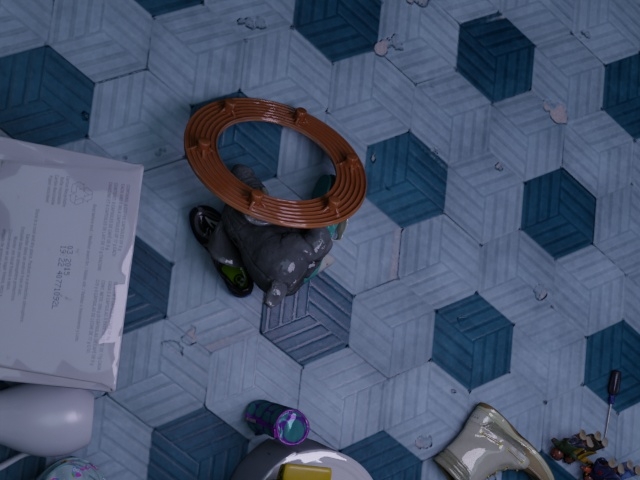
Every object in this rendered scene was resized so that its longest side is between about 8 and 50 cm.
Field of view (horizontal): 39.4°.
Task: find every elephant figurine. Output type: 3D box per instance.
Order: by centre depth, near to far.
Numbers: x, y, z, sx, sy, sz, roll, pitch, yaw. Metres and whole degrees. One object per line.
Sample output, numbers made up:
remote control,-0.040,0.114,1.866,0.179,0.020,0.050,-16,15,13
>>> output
elephant figurine,-0.113,-0.017,1.542,0.239,0.186,0.169,39,86,6

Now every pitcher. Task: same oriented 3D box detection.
pitcher,-0.483,0.311,1.468,0.207,0.125,0.177,5,114,-16

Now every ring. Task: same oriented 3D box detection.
ring,-0.072,-0.149,1.563,0.337,0.032,0.336,14,41,-12

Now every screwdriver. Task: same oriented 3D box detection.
screwdriver,0.603,0.353,1.857,0.024,0.025,0.169,12,81,-17

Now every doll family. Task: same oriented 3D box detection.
doll family,0.545,0.446,1.791,0.193,0.111,0.076,44,40,2

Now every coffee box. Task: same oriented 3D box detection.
coffee box,-0.479,0.038,1.366,0.338,0.334,0.337,9,82,-19

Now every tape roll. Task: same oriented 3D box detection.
tape roll,-0.032,0.476,1.566,0.246,0.169,0.246,1,86,-18

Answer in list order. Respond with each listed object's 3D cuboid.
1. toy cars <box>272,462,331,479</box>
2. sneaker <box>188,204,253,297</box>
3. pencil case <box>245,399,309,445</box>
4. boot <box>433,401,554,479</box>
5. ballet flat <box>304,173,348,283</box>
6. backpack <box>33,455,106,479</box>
toy cars,0.008,0.532,1.445,0.176,0.087,0.393,-31,99,-12
sneaker,-0.170,0.017,1.602,0.067,0.078,0.188,-30,95,-15
pencil case,-0.078,0.319,1.570,0.070,0.152,0.064,-5,89,-26
boot,0.337,0.443,1.737,0.213,0.077,0.165,46,74,-4
ballet flat,0.000,0.000,1.661,0.087,0.083,0.247,28,80,-28
backpack,-0.428,0.444,1.468,0.152,0.115,0.182,42,72,-8
